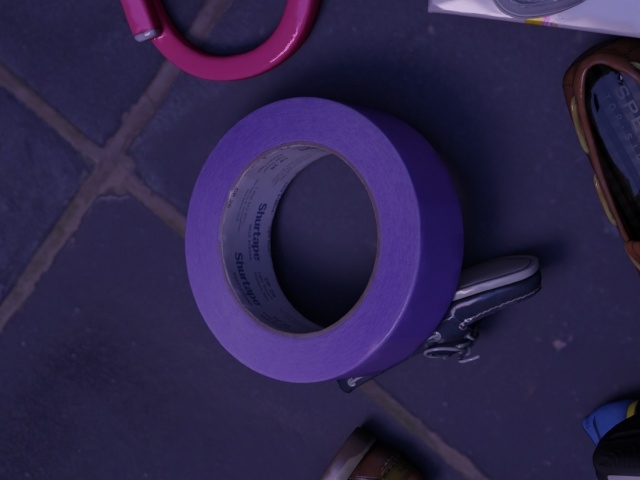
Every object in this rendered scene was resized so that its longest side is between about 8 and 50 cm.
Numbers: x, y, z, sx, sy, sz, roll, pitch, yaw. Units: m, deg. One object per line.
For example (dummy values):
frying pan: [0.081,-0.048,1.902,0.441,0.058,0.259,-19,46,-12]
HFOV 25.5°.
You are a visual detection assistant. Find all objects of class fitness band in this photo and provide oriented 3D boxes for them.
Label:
fitness band: [-0.113,-0.303,1.418,0.209,0.054,0.291,-14,99,19]

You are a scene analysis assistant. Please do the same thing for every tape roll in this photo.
tape roll: [0.000,0.000,1.386,0.275,0.090,0.275,-1,88,32]

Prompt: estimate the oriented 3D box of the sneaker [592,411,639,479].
sneaker: [0.467,0.276,1.225,0.447,0.169,0.257,-2,107,21]

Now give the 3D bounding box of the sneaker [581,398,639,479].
sneaker: [0.333,0.253,1.412,0.082,0.069,0.209,-24,98,40]

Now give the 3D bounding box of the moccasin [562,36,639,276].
moccasin: [0.343,-0.011,1.295,0.139,0.147,0.380,-22,97,20]

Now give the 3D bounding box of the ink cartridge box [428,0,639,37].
ink cartridge box: [0.231,-0.276,1.255,0.232,0.171,0.168,10,106,15]

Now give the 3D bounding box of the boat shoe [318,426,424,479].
boat shoe: [0.000,0.350,1.505,0.104,0.111,0.307,34,110,8]

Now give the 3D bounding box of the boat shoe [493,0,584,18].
boat shoe: [0.233,-0.247,1.125,0.227,0.081,0.079,-26,94,20]

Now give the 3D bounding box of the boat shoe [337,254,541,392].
boat shoe: [0.114,0.087,1.418,0.254,0.095,0.079,-23,94,22]
